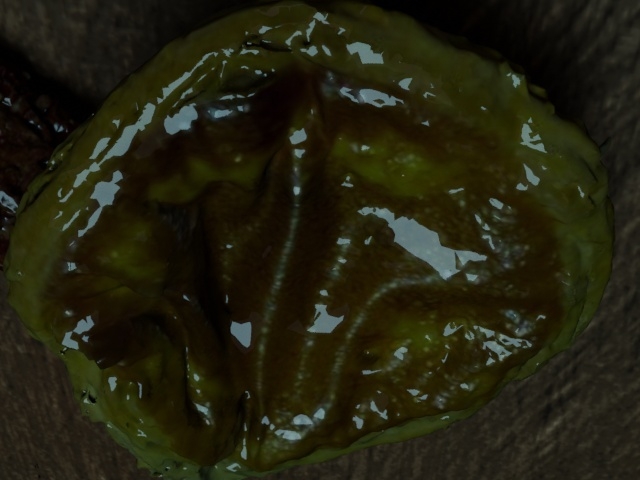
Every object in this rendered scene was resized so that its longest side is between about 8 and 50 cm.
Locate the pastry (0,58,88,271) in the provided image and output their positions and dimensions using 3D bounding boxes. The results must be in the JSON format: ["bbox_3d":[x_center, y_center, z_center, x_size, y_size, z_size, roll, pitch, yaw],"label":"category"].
[{"bbox_3d":[-0.213,-0.053,0.643,0.208,0.115,0.097,33,146,-21],"label":"pastry"}]

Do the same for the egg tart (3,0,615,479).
[{"bbox_3d":[0.000,0.000,0.596,0.339,0.153,0.351,-23,136,15],"label":"egg tart"}]
